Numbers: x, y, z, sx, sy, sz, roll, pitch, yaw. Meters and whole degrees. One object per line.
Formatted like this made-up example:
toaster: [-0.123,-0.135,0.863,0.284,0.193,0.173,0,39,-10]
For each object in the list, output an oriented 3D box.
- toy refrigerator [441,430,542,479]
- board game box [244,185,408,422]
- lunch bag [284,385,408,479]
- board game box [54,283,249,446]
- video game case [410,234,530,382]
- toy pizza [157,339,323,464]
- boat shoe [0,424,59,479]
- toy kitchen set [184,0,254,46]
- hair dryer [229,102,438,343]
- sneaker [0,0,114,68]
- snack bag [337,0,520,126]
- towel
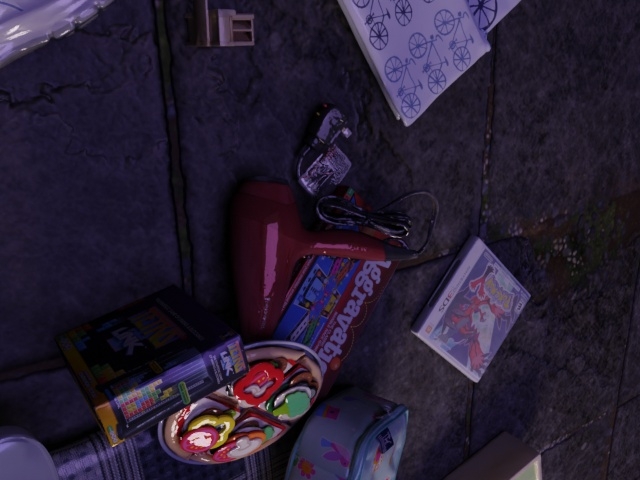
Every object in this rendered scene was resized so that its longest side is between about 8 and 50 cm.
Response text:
toy refrigerator: [0.279,0.470,1.081,0.269,0.094,0.102,-25,118,-26]
board game box: [0.006,0.084,0.788,0.145,0.027,0.281,41,73,-37]
lunch bag: [0.035,0.342,0.815,0.224,0.107,0.279,6,99,-64]
board game box: [-0.173,0.113,0.604,0.141,0.170,0.048,-26,116,-27]
video game case: [0.254,0.118,0.998,0.201,0.023,0.183,40,81,-37]
toy pizza: [-0.082,0.193,0.685,0.201,0.032,0.201,-18,134,-20]
boat shoe: [-0.327,0.303,0.598,0.113,0.105,0.306,-8,116,-37]
toy kitchen set: [-0.089,-0.231,0.608,0.075,0.083,0.068,-12,112,-32]
hair dryer: [0.000,0.000,0.708,0.223,0.080,0.293,44,80,-8]
sneaker: [-0.266,-0.204,0.483,0.297,0.111,0.129,-42,119,-18]
snack bag: [0.151,-0.374,0.764,0.342,0.037,0.323,-44,124,-16]
towel: [-0.164,0.342,0.766,0.312,0.056,0.324,-16,111,-34]
